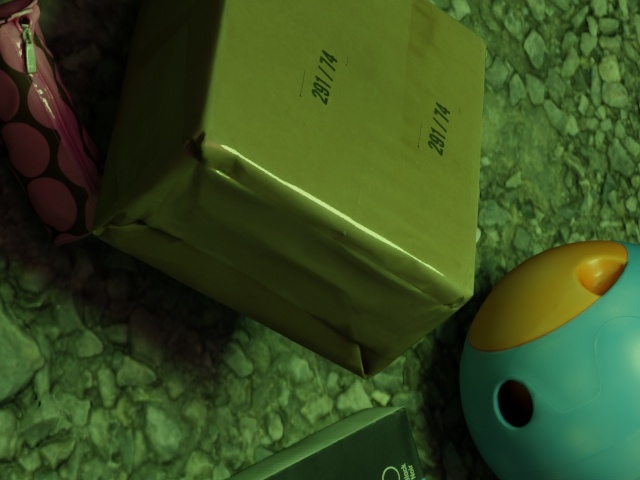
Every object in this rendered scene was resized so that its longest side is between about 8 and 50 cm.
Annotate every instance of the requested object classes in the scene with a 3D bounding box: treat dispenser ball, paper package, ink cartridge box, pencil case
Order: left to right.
[{"bbox_3d":[-0.232,-0.099,1.533,0.095,0.098,0.209,-40,111,-39],"label":"pencil case"},{"bbox_3d":[-0.025,0.286,1.693,0.332,0.065,0.165,-23,100,-41],"label":"ink cartridge box"},{"bbox_3d":[-0.015,-0.093,1.580,0.309,0.168,0.325,30,44,-27],"label":"paper package"},{"bbox_3d":[0.285,0.142,1.844,0.288,0.288,0.288,7,79,-42],"label":"treat dispenser ball"}]

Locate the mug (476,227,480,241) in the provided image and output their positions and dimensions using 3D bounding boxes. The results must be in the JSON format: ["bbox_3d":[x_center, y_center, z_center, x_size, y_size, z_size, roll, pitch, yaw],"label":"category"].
[{"bbox_3d":[0.119,-0.009,1.870,0.064,0.062,0.078,50,47,-16],"label":"mug"}]
